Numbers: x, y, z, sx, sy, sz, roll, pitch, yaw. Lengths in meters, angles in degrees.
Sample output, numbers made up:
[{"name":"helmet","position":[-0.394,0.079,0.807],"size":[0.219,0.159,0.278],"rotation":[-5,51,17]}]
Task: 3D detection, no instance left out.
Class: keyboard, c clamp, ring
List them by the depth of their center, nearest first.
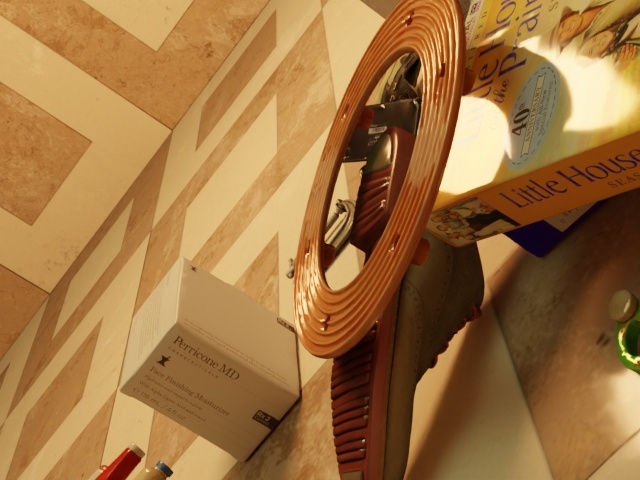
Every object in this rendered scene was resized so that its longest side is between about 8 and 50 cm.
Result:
[{"name":"ring","position":[0.052,-0.058,1.008],"size":[0.336,0.032,0.336],"rotation":[-162,90,-74]},{"name":"keyboard","position":[0.081,-0.128,1.542],"size":[0.180,0.023,0.108],"rotation":[2,83,60]},{"name":"c clamp","position":[0.000,0.000,1.587],"size":[0.160,0.022,0.137],"rotation":[-50,18,20]}]

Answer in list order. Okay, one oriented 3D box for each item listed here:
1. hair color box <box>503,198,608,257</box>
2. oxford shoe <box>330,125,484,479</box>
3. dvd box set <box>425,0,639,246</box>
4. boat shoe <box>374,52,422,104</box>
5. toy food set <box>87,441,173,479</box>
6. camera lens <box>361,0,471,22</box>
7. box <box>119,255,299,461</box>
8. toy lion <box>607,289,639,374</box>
[{"name":"hair color box","position":[0.230,-0.163,1.122],"size":[0.185,0.110,0.339],"rotation":[-46,19,32]},{"name":"oxford shoe","position":[0.092,0.070,1.055],"size":[0.123,0.130,0.348],"rotation":[151,131,-68]},{"name":"dvd box set","position":[0.244,-0.179,0.853],"size":[0.420,0.062,0.307],"rotation":[-21,45,57]},{"name":"boat shoe","position":[0.110,-0.206,1.610],"size":[0.049,0.056,0.152],"rotation":[1,67,24]},{"name":"toy food set","position":[-0.236,0.328,1.496],"size":[0.104,0.111,0.232],"rotation":[-49,13,-17]},{"name":"camera lens","position":[0.144,-0.361,1.423],"size":[0.219,0.274,0.219],"rotation":[-49,19,23]},{"name":"box","position":[-0.133,0.141,1.420],"size":[0.119,0.181,0.182],"rotation":[-51,18,18]},{"name":"toy lion","position":[0.246,0.065,0.804],"size":[0.100,0.034,0.096],"rotation":[-38,32,46]}]
